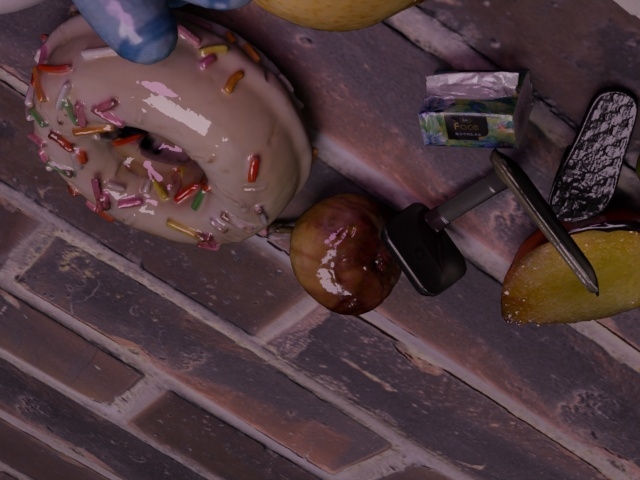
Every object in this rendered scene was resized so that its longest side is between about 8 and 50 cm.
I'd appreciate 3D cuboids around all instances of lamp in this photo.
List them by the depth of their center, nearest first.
[{"bbox_3d":[0.215,0.005,1.368,0.203,0.124,0.283,57,145,0],"label":"lamp"}]

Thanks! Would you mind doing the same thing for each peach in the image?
[{"bbox_3d":[0.332,0.032,1.441,0.189,0.068,0.279,32,141,-23],"label":"peach"}]

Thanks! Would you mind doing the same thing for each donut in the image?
[{"bbox_3d":[-0.197,-0.129,1.425,0.382,0.142,0.383,15,146,10],"label":"donut"}]

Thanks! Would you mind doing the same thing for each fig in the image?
[{"bbox_3d":[-0.002,0.006,1.518,0.230,0.143,0.160,14,112,22],"label":"fig"}]

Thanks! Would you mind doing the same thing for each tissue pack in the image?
[{"bbox_3d":[0.174,-0.156,1.275,0.111,0.085,0.079,5,138,23],"label":"tissue pack"}]

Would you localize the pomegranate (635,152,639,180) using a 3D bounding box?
[{"bbox_3d":[0.398,-0.084,1.273,0.084,0.073,0.073,-4,152,-27],"label":"pomegranate"}]

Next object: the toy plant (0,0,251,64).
[{"bbox_3d":[-0.217,-0.315,1.187,0.332,0.247,0.247,15,143,-2],"label":"toy plant"}]

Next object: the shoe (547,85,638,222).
[{"bbox_3d":[0.315,-0.102,1.307,0.071,0.049,0.179,15,123,1],"label":"shoe"}]

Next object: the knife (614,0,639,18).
[{"bbox_3d":[0.301,-0.258,1.145,0.297,0.017,0.047,29,144,-15],"label":"knife"}]

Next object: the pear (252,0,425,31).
[{"bbox_3d":[0.025,-0.333,0.973,0.309,0.309,0.309,14,142,11],"label":"pear"}]
